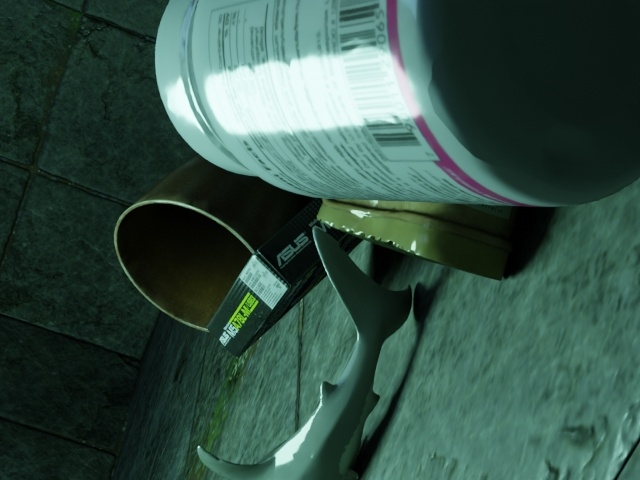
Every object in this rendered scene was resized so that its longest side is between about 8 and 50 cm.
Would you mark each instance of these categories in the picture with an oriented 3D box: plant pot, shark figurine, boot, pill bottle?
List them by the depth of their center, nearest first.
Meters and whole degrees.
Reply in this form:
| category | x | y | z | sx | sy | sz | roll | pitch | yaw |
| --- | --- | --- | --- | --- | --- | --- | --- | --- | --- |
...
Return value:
| category | x | y | z | sx | sy | sz | roll | pitch | yaw |
| --- | --- | --- | --- | --- | --- | --- | --- | --- | --- |
| pill bottle | 0.034 | -0.099 | 0.637 | 0.283 | 0.160 | 0.160 | 6 | 75 | 58 |
| boot | 0.102 | -0.117 | 0.803 | 0.236 | 0.089 | 0.269 | 19 | 90 | 68 |
| shark figurine | -0.025 | 0.141 | 0.919 | 0.166 | 0.116 | 0.278 | -83 | 14 | -50 |
| plant pot | -0.111 | -0.037 | 1.607 | 0.230 | 0.215 | 0.215 | -58 | -1 | -42 |

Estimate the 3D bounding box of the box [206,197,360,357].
| category | x | y | z | sx | sy | sz | roll | pitch | yaw |
| --- | --- | --- | --- | --- | --- | --- | --- | --- | --- |
| box | 0.000 | 0.000 | 1.030 | 0.184 | 0.045 | 0.190 | -45 | -4 | -26 |
